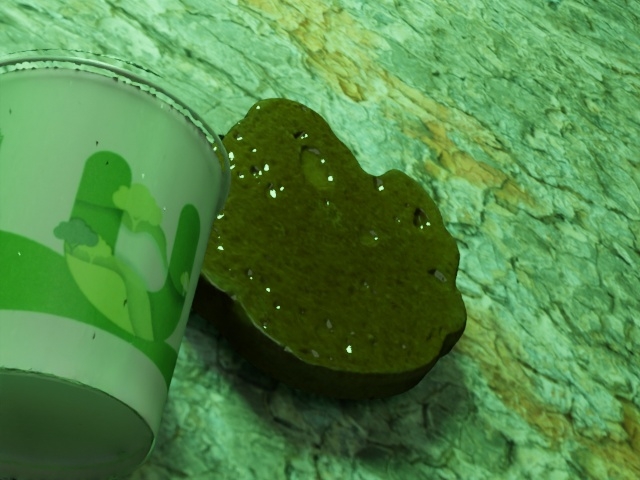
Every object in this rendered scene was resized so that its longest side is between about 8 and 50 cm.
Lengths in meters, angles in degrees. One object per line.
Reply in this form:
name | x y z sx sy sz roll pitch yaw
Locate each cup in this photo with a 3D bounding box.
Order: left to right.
cup | -0.209 0.032 0.832 0.253 0.253 0.274 21 50 -21

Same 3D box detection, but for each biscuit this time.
biscuit | 0.000 0.000 1.142 0.359 0.074 0.381 12 44 -32
